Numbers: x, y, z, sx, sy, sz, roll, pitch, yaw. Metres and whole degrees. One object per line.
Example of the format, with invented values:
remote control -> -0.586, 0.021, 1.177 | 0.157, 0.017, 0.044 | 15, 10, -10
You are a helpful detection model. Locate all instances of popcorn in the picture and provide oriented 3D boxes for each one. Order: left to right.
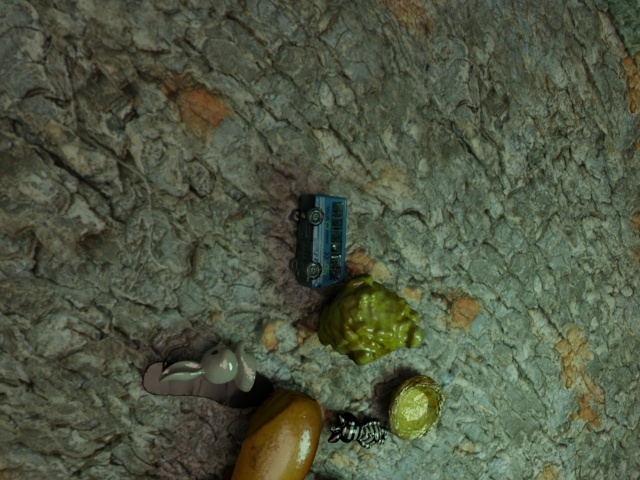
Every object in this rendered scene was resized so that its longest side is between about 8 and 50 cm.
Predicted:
popcorn -> 0.137, 0.227, 1.102 | 0.249, 0.242, 0.235 | 23, 71, -11

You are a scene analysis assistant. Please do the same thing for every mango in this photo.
mango -> -0.126, 0.548, 1.032 | 0.350, 0.198, 0.201 | -61, 147, -25

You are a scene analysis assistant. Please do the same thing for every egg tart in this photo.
egg tart -> 0.292, 0.519, 1.269 | 0.212, 0.090, 0.213 | -2, 95, -20

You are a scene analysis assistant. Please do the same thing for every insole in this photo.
insole -> -0.285, 0.379, 1.064 | 0.348, 0.009, 0.119 | 15, 88, -23

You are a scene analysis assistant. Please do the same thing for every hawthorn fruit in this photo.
hawthorn fruit -> -0.231, 0.649, 1.062 | 0.066, 0.103, 0.067 | -1, 111, -2

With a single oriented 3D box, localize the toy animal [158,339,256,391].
toy animal -> -0.279, 0.304, 1.002 | 0.220, 0.103, 0.131 | 13, 83, -23

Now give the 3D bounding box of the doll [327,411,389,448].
doll -> 0.114, 0.575, 1.216 | 0.219, 0.067, 0.091 | 24, 83, -28

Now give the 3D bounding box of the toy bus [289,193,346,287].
toy bus -> 0.000, 0.000, 1.086 | 0.134, 0.113, 0.247 | 0, 94, -28
